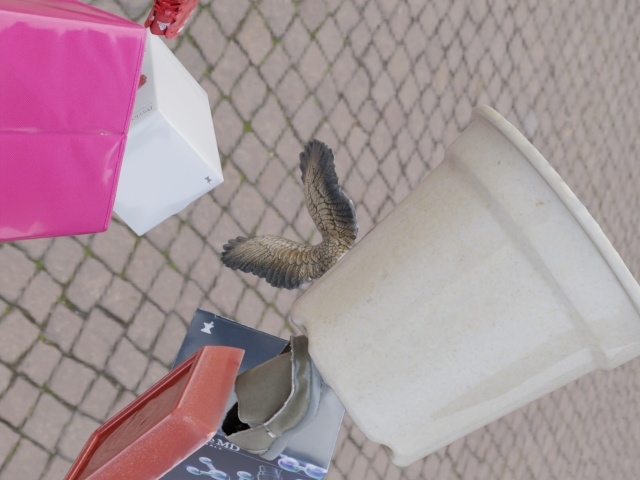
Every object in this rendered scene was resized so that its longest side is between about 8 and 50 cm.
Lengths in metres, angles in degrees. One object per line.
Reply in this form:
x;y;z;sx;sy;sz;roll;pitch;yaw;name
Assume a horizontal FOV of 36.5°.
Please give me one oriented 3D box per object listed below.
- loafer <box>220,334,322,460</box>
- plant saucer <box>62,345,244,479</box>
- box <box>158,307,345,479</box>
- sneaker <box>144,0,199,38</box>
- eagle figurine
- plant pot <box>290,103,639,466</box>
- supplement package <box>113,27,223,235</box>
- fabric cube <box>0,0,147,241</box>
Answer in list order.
-0.063;0.197;1.197;0.251;0.087;0.094;118;-21;-45;loafer
-0.217;0.236;1.174;0.048;0.259;0.258;49;12;-9;plant saucer
-0.136;0.342;1.708;0.395;0.293;0.212;109;0;-52;box
-0.215;-0.350;1.432;0.128;0.087;0.221;-62;179;18;sneaker
-0.002;0.006;1.530;0.226;0.298;0.225;-34;159;-41;eagle figurine
0.149;0.075;1.066;0.305;0.334;0.334;-36;136;4;plant pot
-0.294;-0.187;1.627;0.175;0.177;0.293;50;14;-37;supplement package
-0.390;-0.154;1.078;0.258;0.254;0.259;-9;119;-52;fabric cube
